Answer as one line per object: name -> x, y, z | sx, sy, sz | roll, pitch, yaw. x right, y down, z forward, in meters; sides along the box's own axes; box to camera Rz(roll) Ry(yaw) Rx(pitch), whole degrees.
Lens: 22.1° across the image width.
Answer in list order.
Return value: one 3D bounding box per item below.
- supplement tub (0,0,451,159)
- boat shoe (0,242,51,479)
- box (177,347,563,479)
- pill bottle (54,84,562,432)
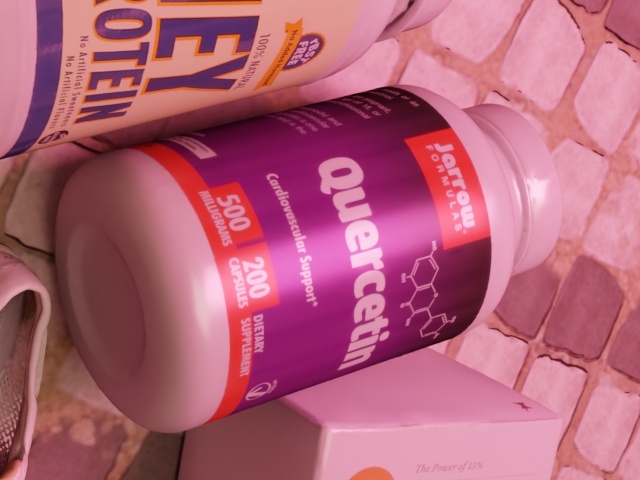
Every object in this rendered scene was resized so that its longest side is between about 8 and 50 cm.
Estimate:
supplement tub -> -0.097, -0.185, 0.922 | 0.325, 0.235, 0.235 | -17, 115, -31
boat shoe -> -0.231, 0.140, 1.022 | 0.098, 0.096, 0.277 | 7, 101, -38
box -> 0.013, 0.263, 1.195 | 0.215, 0.168, 0.345 | 3, 104, -36
pill bottle -> 0.000, 0.000, 1.089 | 0.323, 0.181, 0.181 | -17, 114, -31
